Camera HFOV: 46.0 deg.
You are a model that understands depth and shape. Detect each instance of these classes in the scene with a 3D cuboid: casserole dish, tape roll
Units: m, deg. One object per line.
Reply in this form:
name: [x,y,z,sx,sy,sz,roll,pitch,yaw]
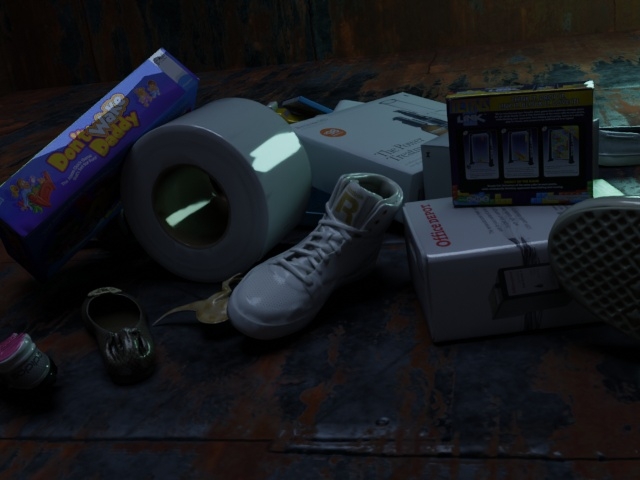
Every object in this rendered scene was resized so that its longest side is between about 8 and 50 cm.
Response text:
casserole dish: [0.020,-0.052,1.300,0.188,0.037,0.114,8,26,33]
tape roll: [-0.155,-0.079,1.144,0.246,0.246,0.169,1,22,23]

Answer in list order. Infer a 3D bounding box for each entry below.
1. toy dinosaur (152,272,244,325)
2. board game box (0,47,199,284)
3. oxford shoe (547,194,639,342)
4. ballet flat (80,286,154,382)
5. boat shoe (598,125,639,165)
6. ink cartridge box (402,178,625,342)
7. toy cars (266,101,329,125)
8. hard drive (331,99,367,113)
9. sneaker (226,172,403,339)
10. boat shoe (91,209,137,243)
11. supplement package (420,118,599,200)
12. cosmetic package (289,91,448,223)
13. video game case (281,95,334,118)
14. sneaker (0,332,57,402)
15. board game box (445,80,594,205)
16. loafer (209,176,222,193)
toy dinosaur: [-0.132,0.084,0.983,0.183,0.053,0.092,5,26,30]
board game box: [-0.339,-0.109,1.163,0.347,0.078,0.233,-49,-2,-24]
oxford shoe: [0.453,0.042,0.735,0.449,0.169,0.130,11,30,24]
ballet flat: [-0.263,0.104,0.971,0.084,0.058,0.250,-14,22,-17]
boat shoe: [0.611,-0.188,1.372,0.227,0.081,0.079,-6,21,6]
ink cartridge box: [0.250,0.017,0.932,0.272,0.115,0.198,-7,20,1]
toy cars: [-0.053,-0.287,1.856,0.176,0.087,0.393,-24,26,-35]
hard drive: [0.113,-0.225,1.617,0.210,0.040,0.319,10,28,8]
sneaker: [0.000,0.000,0.960,0.108,0.169,0.292,35,37,18]
boat shoe: [-0.353,-0.051,1.325,0.302,0.113,0.103,-9,16,-6]
supplement package: [0.294,-0.098,1.162,0.194,0.149,0.203,12,29,41]
cosmetic package: [0.152,-0.165,1.362,0.284,0.097,0.377,22,31,35]
video game case: [-0.024,-0.333,1.932,0.119,0.015,0.166,21,-1,-18]
sneaker: [-0.352,0.153,0.884,0.063,0.075,0.170,-44,15,-30]
board game box: [0.243,-0.116,0.920,0.170,0.141,0.048,0,21,19]
loafer: [-0.262,-0.109,1.509,0.220,0.080,0.078,-15,31,-3]
